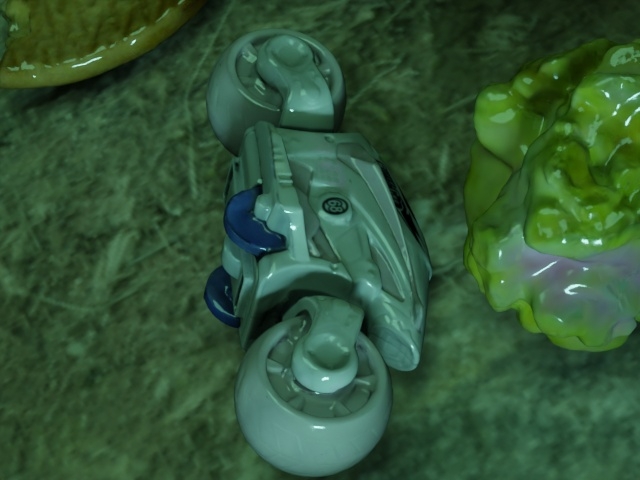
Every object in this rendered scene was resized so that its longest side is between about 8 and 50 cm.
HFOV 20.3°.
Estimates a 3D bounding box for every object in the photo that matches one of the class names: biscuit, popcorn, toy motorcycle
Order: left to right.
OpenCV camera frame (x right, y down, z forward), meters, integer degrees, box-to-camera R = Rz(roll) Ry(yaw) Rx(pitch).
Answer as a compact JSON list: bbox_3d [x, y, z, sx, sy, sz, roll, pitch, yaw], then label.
[{"bbox_3d":[-0.116,-0.179,1.068,0.144,0.033,0.224,-5,53,11],"label":"biscuit"},{"bbox_3d":[0.000,0.000,0.868,0.112,0.112,0.254,-13,52,8],"label":"toy motorcycle"},{"bbox_3d":[0.129,-0.022,0.815,0.126,0.125,0.145,41,114,63],"label":"popcorn"}]
